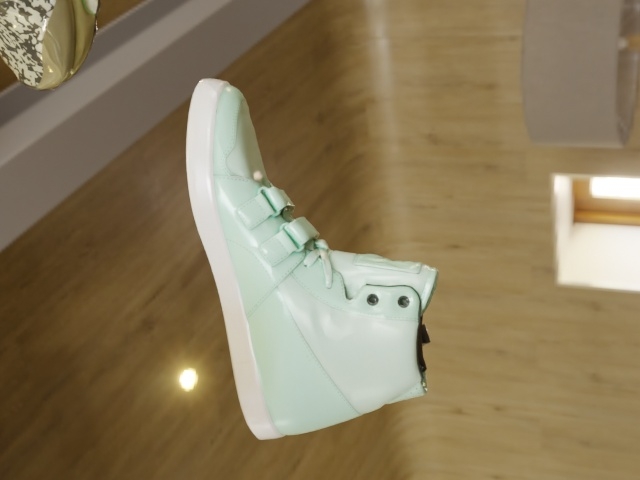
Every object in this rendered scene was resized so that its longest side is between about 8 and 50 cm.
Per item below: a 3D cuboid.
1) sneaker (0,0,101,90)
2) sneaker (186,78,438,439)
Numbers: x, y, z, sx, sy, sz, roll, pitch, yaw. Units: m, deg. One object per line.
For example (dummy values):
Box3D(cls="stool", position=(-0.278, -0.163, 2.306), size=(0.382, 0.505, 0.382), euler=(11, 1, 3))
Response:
Box3D(cls="sneaker", position=(-0.289, -0.238, 0.623), size=(0.182, 0.158, 0.410), euler=(-51, -34, -25))
Box3D(cls="sneaker", position=(0.000, 0.000, 0.675), size=(0.094, 0.151, 0.255), euler=(-36, -68, -80))
